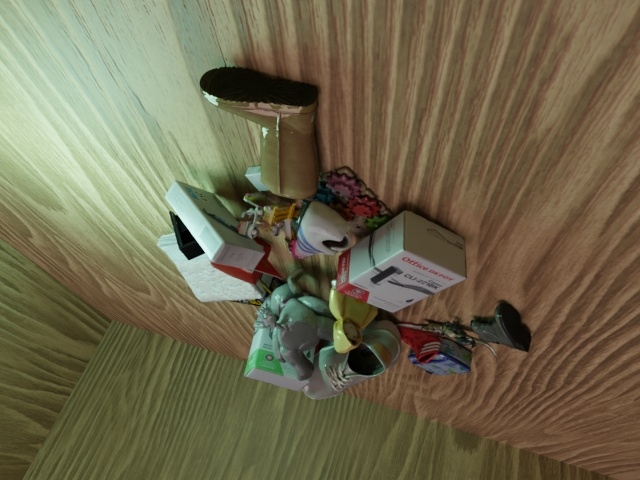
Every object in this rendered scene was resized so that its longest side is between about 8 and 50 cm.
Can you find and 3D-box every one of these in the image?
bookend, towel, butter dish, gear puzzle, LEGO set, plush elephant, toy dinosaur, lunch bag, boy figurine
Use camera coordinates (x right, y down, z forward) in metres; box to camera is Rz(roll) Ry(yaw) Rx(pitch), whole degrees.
[{"bbox_3d":[-0.365,-0.045,1.392,0.157,0.156,0.072,-23,147,-4],"label":"bookend"},{"bbox_3d":[-0.394,0.098,1.608,0.332,0.053,0.317,-8,124,37],"label":"towel"},{"bbox_3d":[-0.259,0.064,1.442,0.160,0.160,0.118,24,147,-8],"label":"butter dish"},{"bbox_3d":[0.100,-0.047,1.131,0.175,0.044,0.339,-10,140,44],"label":"gear puzzle"},{"bbox_3d":[-0.129,-0.058,1.209,0.107,0.132,0.287,28,180,22],"label":"LEGO set"},{"bbox_3d":[-0.078,0.250,1.495,0.330,0.255,0.272,37,109,-22],"label":"plush elephant"},{"bbox_3d":[0.473,0.322,1.519,0.268,0.064,0.118,21,170,18],"label":"toy dinosaur"},{"bbox_3d":[0.460,0.452,1.759,0.176,0.090,0.219,34,149,-19],"label":"lunch bag"},{"bbox_3d":[0.095,0.177,1.286,0.177,0.285,0.092,37,149,-23],"label":"boy figurine"}]

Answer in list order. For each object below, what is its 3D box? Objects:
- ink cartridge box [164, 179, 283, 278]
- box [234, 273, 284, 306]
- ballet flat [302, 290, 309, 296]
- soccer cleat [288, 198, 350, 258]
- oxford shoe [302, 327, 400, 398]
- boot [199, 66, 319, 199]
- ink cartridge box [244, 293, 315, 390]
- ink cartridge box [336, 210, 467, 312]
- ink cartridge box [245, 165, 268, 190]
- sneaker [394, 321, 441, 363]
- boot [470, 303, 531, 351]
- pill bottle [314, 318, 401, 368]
[{"bbox_3d":[-0.242,-0.028,1.212,0.261,0.066,0.296,20,-160,-52],"label":"ink cartridge box"},{"bbox_3d":[-0.300,0.169,1.765,0.322,0.079,0.257,5,151,27],"label":"box"},{"bbox_3d":[-0.056,0.232,1.745,0.067,0.073,0.206,-31,132,23],"label":"ballet flat"},{"bbox_3d":[0.000,0.000,1.142,0.143,0.116,0.331,27,168,4],"label":"soccer cleat"},{"bbox_3d":[0.076,0.436,1.542,0.449,0.130,0.169,-37,89,33],"label":"oxford shoe"},{"bbox_3d":[-0.115,-0.202,0.924,0.236,0.089,0.269,16,149,6],"label":"boot"},{"bbox_3d":[-0.132,0.364,1.632,0.211,0.289,0.121,19,141,-14],"label":"ink cartridge box"},{"bbox_3d":[0.195,0.063,1.126,0.197,0.114,0.273,23,143,-23],"label":"ink cartridge box"},{"bbox_3d":[-0.119,-0.154,1.100,0.115,0.029,0.063,-2,145,32],"label":"ink cartridge box"},{"bbox_3d":[0.334,0.375,1.654,0.221,0.128,0.087,-11,140,45],"label":"sneaker"},{"bbox_3d":[0.531,0.269,1.388,0.161,0.083,0.246,1,146,43],"label":"boot"},{"bbox_3d":[0.098,0.399,1.748,0.407,0.229,0.229,-12,139,45],"label":"pill bottle"}]
